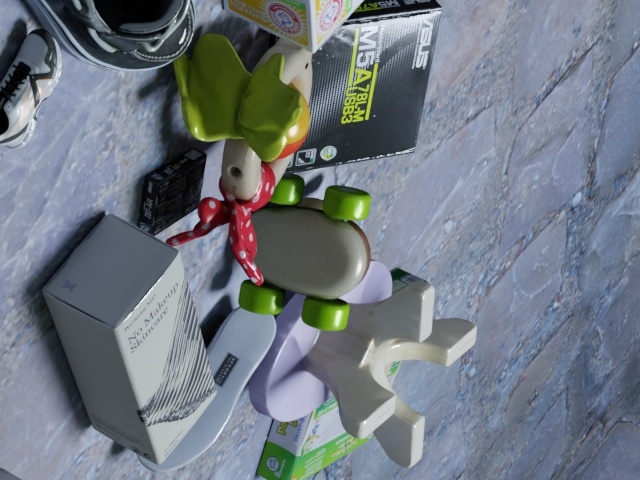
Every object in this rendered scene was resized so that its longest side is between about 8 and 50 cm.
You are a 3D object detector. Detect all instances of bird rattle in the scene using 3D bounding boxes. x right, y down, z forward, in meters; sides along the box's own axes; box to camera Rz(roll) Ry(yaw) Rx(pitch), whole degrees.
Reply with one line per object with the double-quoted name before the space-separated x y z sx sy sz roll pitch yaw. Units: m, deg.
"bird rattle" -0.055 -0.095 1.947 0.207 0.143 0.253 -54 151 -43

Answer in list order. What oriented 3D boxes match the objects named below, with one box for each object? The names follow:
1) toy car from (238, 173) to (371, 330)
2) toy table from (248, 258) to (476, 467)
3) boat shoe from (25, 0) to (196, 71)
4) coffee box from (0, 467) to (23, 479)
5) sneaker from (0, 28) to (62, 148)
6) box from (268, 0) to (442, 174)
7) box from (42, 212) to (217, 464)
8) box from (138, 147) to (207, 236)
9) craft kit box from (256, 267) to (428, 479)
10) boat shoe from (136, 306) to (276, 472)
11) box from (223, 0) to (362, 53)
"toy car" 0.000 0.000 2.215 0.188 0.149 0.155 -28 131 -71
"toy table" 0.057 0.134 2.317 0.274 0.161 0.252 -46 145 -37
"boat shoe" -0.169 -0.203 1.627 0.121 0.119 0.335 -63 158 0
"coffee box" -0.362 0.366 1.841 0.297 0.119 0.168 -63 159 0
"sneaker" -0.251 -0.126 1.642 0.044 0.040 0.109 -6 120 -62
"box" 0.028 -0.166 2.089 0.184 0.045 0.190 -8 130 -23
"box" -0.186 0.104 1.964 0.113 0.094 0.275 -52 156 -24
"box" -0.149 -0.048 1.975 0.083 0.018 0.067 -37 146 -47
"craft kit box" 0.032 0.179 2.574 0.250 0.061 0.246 -22 132 -58
"boat shoe" -0.132 0.168 2.194 0.228 0.080 0.076 -58 -176 -22
"box" -0.025 -0.294 1.846 0.103 0.114 0.203 -49 155 -29
